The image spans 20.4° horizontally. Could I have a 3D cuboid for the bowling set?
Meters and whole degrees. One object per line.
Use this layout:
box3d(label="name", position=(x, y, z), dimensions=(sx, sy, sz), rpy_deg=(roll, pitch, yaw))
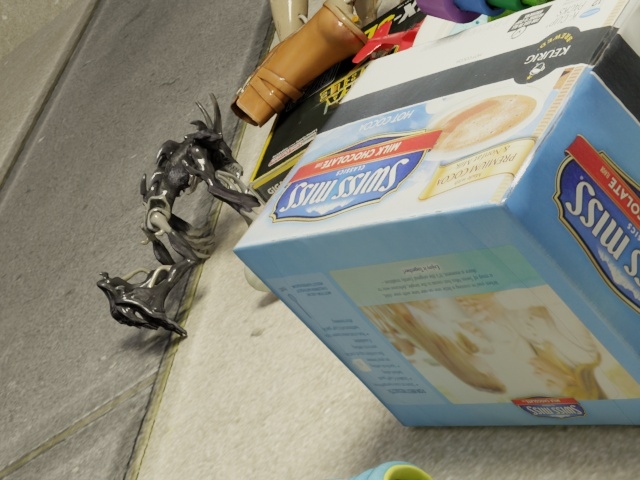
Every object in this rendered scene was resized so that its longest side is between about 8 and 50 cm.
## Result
box3d(label="bowling set", position=(0.081, -0.304, 2.203), dimensions=(0.287, 0.199, 0.154), rpy_deg=(-31, 60, 55))

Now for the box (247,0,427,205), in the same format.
box3d(label="box", position=(0.084, -0.178, 2.003), dimensions=(0.322, 0.079, 0.257), rpy_deg=(-30, 22, 31))

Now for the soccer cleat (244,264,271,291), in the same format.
box3d(label="soccer cleat", position=(0.000, 0.000, 1.819), dimensions=(0.196, 0.068, 0.076), rpy_deg=(-32, 26, 19))

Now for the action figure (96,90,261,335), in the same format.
box3d(label="action figure", position=(-0.148, -0.025, 2.036), dimensions=(0.164, 0.141, 0.276), rpy_deg=(-9, 54, 59))

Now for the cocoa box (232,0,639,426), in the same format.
box3d(label="cocoa box", position=(0.148, -0.013, 1.334), dimensions=(0.347, 0.231, 0.228), rpy_deg=(-9, 39, 56))

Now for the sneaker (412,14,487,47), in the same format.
box3d(label="sneaker", position=(0.153, -0.103, 1.669), dimensions=(0.150, 0.135, 0.366), rpy_deg=(3, 58, 35))

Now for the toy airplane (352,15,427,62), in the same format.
box3d(label="toy airplane", position=(0.091, -0.218, 1.919), dimensions=(0.151, 0.028, 0.151), rpy_deg=(-36, 22, 17))

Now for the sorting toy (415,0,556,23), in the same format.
box3d(label="sorting toy", position=(0.237, -0.175, 1.463), dimensions=(0.126, 0.365, 0.127), rpy_deg=(22, 98, 42))

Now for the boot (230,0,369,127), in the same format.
box3d(label="boot", position=(-0.026, -0.193, 2.029), dimensions=(0.152, 0.073, 0.197), rpy_deg=(-46, 8, -10))

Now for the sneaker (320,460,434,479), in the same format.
box3d(label="sneaker", position=(-0.006, 0.269, 1.211), dimensions=(0.208, 0.127, 0.319), rpy_deg=(-26, 27, 40))
